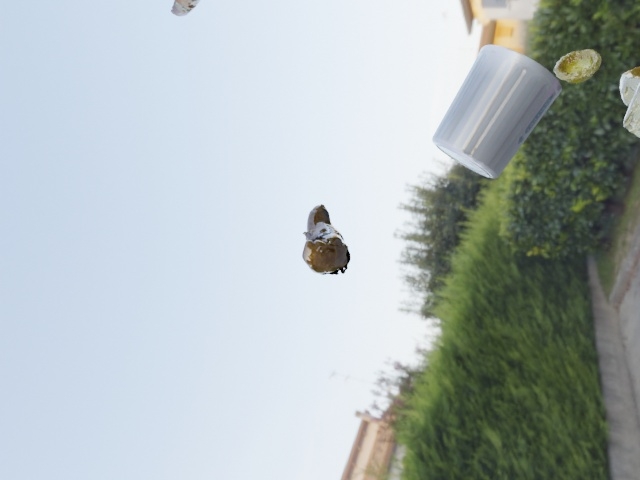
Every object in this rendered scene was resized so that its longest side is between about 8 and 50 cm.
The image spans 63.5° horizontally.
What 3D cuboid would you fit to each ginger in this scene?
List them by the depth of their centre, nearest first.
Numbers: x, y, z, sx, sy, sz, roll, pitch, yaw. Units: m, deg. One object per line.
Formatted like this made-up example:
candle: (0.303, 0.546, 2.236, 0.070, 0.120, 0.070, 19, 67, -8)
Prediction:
ginger: (0.010, 0.010, 1.318, 0.107, 0.133, 0.309, -45, 13, 11)

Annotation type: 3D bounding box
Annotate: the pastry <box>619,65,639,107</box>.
pastry: (0.845, -0.391, 1.311, 0.166, 0.165, 0.088, -54, -44, -47)

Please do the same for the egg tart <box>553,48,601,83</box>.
egg tart: (0.581, -0.388, 1.165, 0.039, 0.105, 0.105, 53, -131, -39)

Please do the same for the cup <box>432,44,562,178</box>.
cup: (0.347, -0.227, 0.995, 0.202, 0.221, 0.167, -58, 24, 9)

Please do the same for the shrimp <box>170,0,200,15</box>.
shrimp: (-0.227, -0.559, 1.003, 0.062, 0.316, 0.164, 16, -109, -25)

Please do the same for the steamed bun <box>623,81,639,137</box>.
steamed bun: (0.814, -0.304, 1.032, 0.273, 0.272, 0.290, -15, -44, -43)
